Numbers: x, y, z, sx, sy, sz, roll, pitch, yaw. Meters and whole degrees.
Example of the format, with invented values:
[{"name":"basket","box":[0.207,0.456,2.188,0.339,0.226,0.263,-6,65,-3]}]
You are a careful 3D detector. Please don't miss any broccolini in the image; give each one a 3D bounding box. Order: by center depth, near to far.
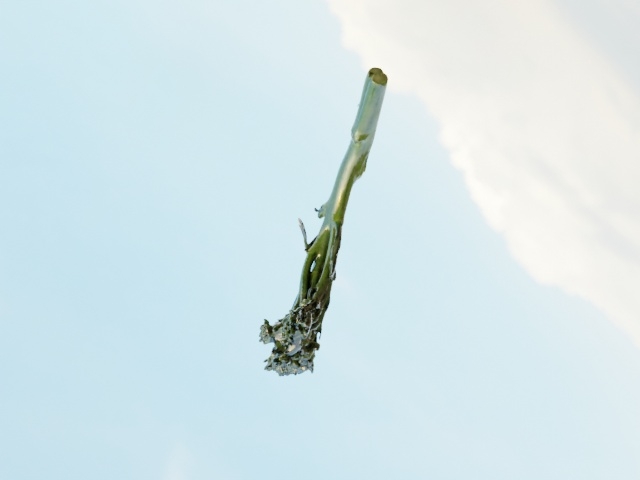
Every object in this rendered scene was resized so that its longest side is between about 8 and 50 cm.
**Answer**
[{"name":"broccolini","box":[0.002,-0.008,1.037,0.062,0.271,0.123,15,-166,-9]}]
